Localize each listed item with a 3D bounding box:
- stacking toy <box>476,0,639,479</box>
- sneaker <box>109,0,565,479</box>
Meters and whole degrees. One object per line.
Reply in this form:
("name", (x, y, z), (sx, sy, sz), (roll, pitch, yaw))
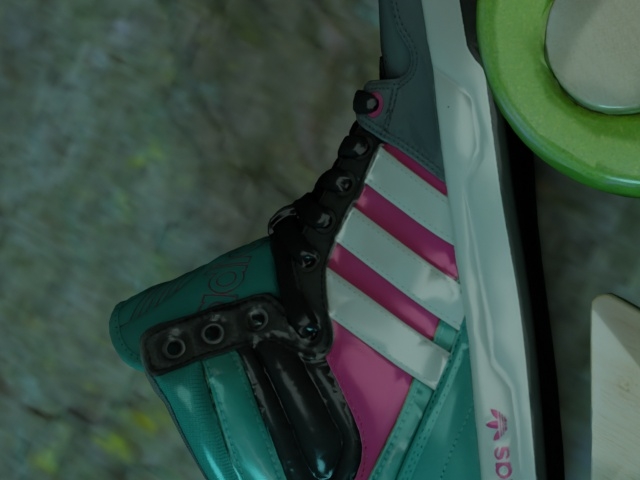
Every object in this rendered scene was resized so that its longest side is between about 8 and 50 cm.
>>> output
("stacking toy", (0.190, -0.036, 0.545), (0.279, 0.130, 0.309), (-11, 86, 13))
("sneaker", (0.000, 0.000, 0.718), (0.178, 0.124, 0.295), (-6, 88, 12))
